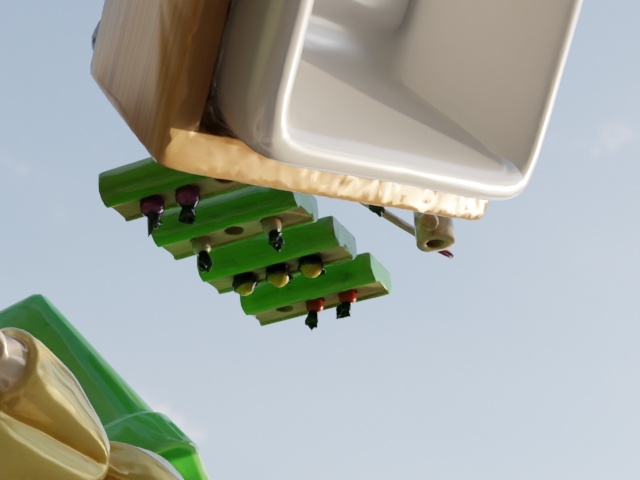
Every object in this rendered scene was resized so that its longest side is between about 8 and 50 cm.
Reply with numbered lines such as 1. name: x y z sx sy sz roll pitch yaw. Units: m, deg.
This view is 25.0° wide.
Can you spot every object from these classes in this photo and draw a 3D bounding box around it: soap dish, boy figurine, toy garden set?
1. soap dish: 0.026 -0.164 0.624 0.118 0.291 0.229 19 8 38
2. boy figurine: -0.166 0.125 0.668 0.092 0.177 0.285 30 2 43
3. toy garden set: 0.000 0.000 0.975 0.203 0.049 0.244 -15 -28 20

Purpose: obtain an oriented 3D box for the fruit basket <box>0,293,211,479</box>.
1. fruit basket: -0.215 0.258 0.883 0.392 0.392 0.283 16 -27 15
